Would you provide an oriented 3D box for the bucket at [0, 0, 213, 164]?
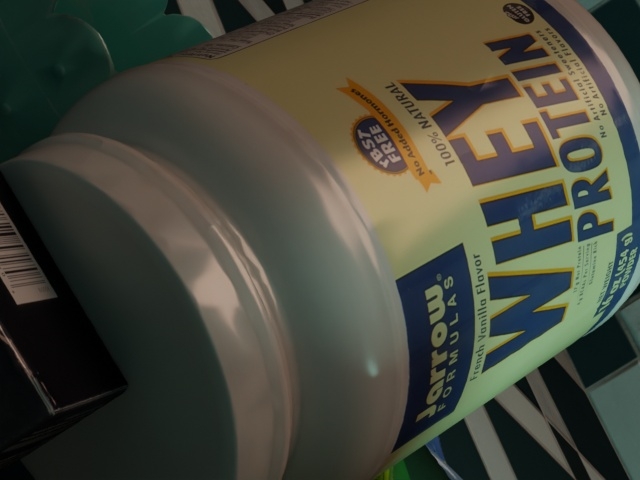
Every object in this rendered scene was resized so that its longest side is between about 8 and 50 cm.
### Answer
[{"bbox_3d":[-0.173,-0.081,1.075,0.281,0.183,0.281,53,12,-16],"label":"bucket"}]

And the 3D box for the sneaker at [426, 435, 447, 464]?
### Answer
[{"bbox_3d":[0.069,0.177,1.644,0.082,0.069,0.209,45,17,-32],"label":"sneaker"}]

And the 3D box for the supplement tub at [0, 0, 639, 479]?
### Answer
[{"bbox_3d":[0.000,0.000,0.867,0.325,0.235,0.235,-28,84,-41],"label":"supplement tub"}]

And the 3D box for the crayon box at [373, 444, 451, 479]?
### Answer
[{"bbox_3d":[-0.027,0.219,0.836,0.081,0.202,0.318,54,13,-12],"label":"crayon box"}]

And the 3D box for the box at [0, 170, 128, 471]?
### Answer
[{"bbox_3d":[-0.196,0.042,0.718,0.156,0.158,0.093,59,13,6],"label":"box"}]

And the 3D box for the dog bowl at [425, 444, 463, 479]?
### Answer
[{"bbox_3d":[0.047,0.182,1.295,0.166,0.074,0.297,43,-5,-2],"label":"dog bowl"}]
